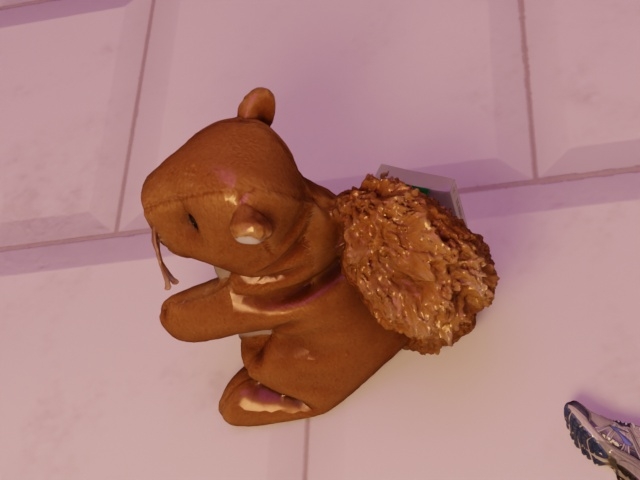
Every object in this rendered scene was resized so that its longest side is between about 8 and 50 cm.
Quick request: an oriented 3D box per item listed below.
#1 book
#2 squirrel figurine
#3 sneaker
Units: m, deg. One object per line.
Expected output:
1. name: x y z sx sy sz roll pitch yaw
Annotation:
1. book: 0.128 -0.033 1.468 0.096 0.144 0.035 13 60 26
2. squirrel figurine: 0.000 0.000 1.341 0.397 0.370 0.281 -2 55 16
3. sneaker: 0.317 0.215 1.297 0.058 0.052 0.135 -34 59 -20
